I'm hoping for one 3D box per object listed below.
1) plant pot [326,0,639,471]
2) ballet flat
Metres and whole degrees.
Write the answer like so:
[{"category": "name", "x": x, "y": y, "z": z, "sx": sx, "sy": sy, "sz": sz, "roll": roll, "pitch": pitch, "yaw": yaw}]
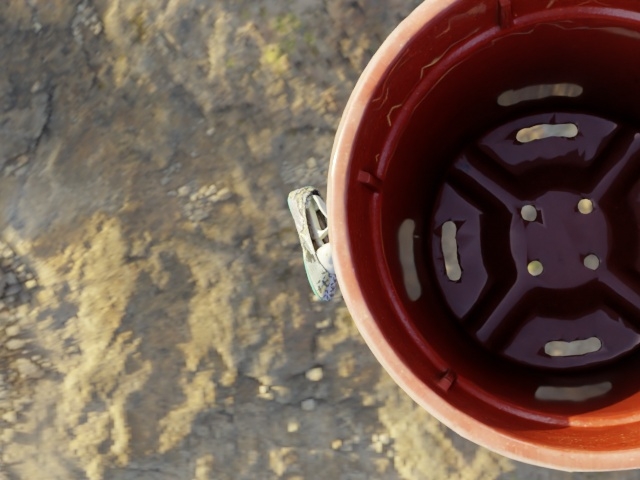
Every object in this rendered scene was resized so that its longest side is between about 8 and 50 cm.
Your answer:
[{"category": "plant pot", "x": 0.154, "y": -0.011, "z": 0.724, "sx": 0.272, "sy": 0.265, "sz": 0.272, "roll": -1, "pitch": 86, "yaw": 7}, {"category": "ballet flat", "x": 0.000, "y": 0.000, "z": 1.125, "sx": 0.041, "sy": 0.041, "sz": 0.114, "roll": -9, "pitch": 75, "yaw": -29}]
